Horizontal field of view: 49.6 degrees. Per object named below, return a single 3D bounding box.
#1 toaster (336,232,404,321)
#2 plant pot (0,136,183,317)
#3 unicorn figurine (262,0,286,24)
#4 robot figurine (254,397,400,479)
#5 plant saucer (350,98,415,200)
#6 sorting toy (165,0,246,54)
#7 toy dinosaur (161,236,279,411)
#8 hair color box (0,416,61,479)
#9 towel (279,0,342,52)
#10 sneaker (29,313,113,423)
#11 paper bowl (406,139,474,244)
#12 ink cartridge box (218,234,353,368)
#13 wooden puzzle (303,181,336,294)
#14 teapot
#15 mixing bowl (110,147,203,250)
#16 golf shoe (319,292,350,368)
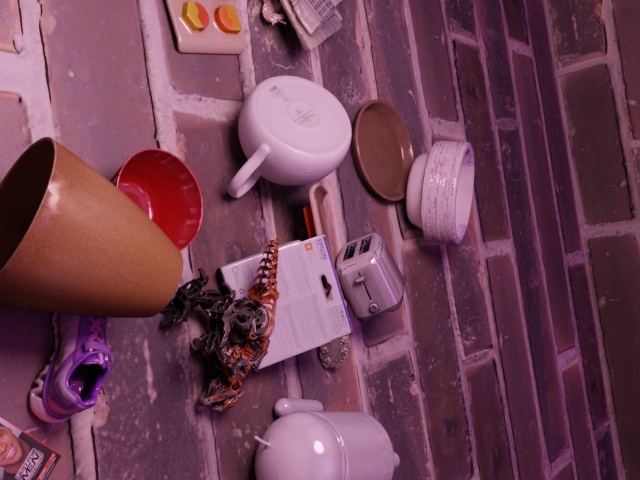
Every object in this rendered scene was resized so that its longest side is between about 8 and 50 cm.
[{"bbox_3d":[0.119,0.079,1.644,0.146,0.129,0.227,64,17,-15],"label":"toaster"},{"bbox_3d":[-0.335,0.014,1.008,0.254,0.237,0.237,30,60,-36],"label":"plant pot"},{"bbox_3d":[-0.108,-0.553,1.585,0.111,0.060,0.161,-33,91,-49],"label":"unicorn figurine"},{"bbox_3d":[0.010,0.444,1.394,0.353,0.199,0.300,14,31,-49],"label":"robot figurine"},{"bbox_3d":[0.166,-0.239,1.862,0.278,0.041,0.277,13,72,-48],"label":"plant saucer"},{"bbox_3d":[-0.238,-0.489,1.417,0.193,0.038,0.208,-17,96,-51],"label":"sorting toy"},{"bbox_3d":[-0.161,0.151,1.287,0.218,0.164,0.321,29,62,-50],"label":"toy dinosaur"},{"bbox_3d":[-0.448,0.303,0.983,0.141,0.043,0.072,48,49,-33],"label":"hair color box"},{"bbox_3d":[-0.042,-0.626,1.623,0.324,0.056,0.312,63,27,-22],"label":"towel"},{"bbox_3d":[-0.362,0.163,1.072,0.095,0.105,0.236,29,59,-43],"label":"sneaker"},{"bbox_3d":[0.328,-0.135,1.910,0.284,0.148,0.284,8,90,-69],"label":"paper bowl"},{"bbox_3d":[-0.068,0.121,1.401,0.224,0.045,0.223,-18,98,-15],"label":"ink cartridge box"},{"bbox_3d":[0.000,0.000,1.539,0.221,0.044,0.238,15,70,-84],"label":"wooden puzzle"},{"bbox_3d":[-0.071,-0.204,1.459,0.256,0.187,0.252,6,56,-24],"label":"teapot"},{"bbox_3d":[-0.302,-0.060,1.197,0.181,0.098,0.181,14,72,-48],"label":"mixing bowl"},{"bbox_3d":[0.033,0.202,1.583,0.086,0.069,0.176,-105,-160,-76],"label":"golf shoe"}]
